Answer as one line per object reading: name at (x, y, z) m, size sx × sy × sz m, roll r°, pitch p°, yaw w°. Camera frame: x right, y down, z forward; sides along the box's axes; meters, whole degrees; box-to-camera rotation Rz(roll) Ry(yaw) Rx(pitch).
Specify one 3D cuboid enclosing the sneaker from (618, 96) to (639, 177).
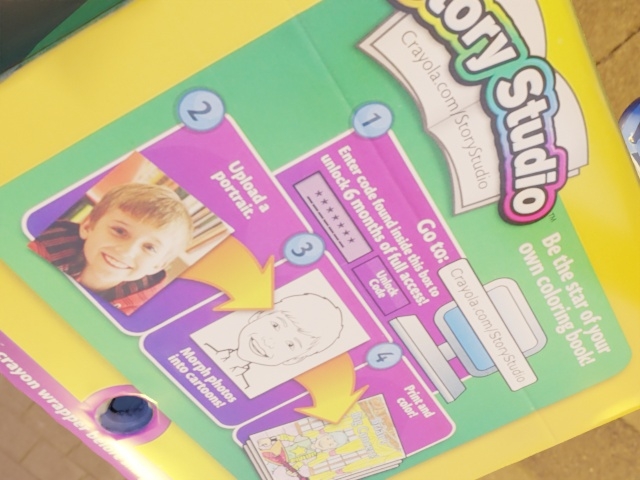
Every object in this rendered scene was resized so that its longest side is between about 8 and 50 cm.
sneaker at (0.340, -0.086, 0.931) m, size 0.059 × 0.053 × 0.144 m, roll 44°, pitch 171°, yaw 48°

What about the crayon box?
crayon box at (0.000, 0.000, 0.483) m, size 0.313 × 0.106 × 0.363 m, roll -28°, pitch 128°, yaw 10°
